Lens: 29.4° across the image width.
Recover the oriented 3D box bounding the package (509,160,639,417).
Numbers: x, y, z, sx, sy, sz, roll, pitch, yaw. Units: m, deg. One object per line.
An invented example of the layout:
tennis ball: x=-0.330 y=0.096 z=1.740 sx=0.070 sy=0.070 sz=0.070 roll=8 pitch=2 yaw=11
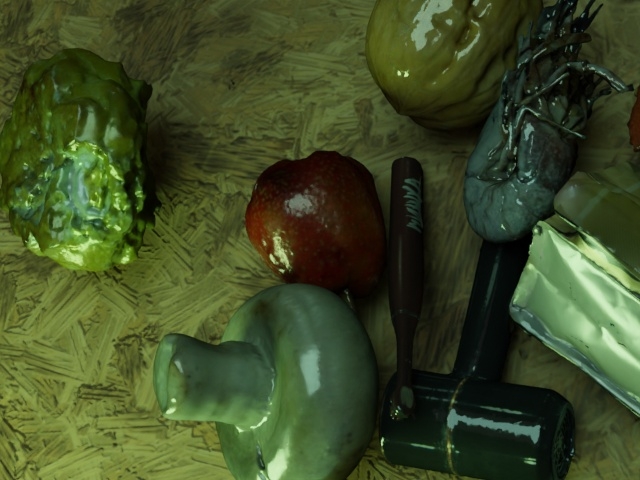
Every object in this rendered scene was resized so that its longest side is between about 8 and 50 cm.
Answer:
package: x=0.356 y=0.055 z=1.145 sx=0.221 sy=0.165 sz=0.311 roll=-44 pitch=65 yaw=-13

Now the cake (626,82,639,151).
cake: x=0.454 y=-0.119 z=1.217 sx=0.283 sy=0.177 sz=0.150 roll=17 pitch=91 yaw=34

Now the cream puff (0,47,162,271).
cream puff: x=-0.279 y=-0.095 z=1.522 sx=0.282 sy=0.185 sz=0.281 roll=-6 pitch=82 yaw=48

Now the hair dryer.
hair dryer: x=0.198 y=0.083 z=1.300 sx=0.189 sy=0.107 sz=0.352 roll=6 pitch=66 yaw=26

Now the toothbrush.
toothbrush: x=0.093 y=0.042 z=1.320 sx=0.041 sy=0.041 sz=0.364 roll=-13 pitch=44 yaw=18

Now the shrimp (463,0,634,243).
shrimp: x=0.245 y=-0.153 z=1.302 sx=0.116 sy=0.145 sz=0.343 roll=25 pitch=77 yaw=-13

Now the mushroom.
mushroom: x=-0.065 y=0.159 z=1.282 sx=0.244 sy=0.243 sz=0.243 roll=-9 pitch=66 yaw=20

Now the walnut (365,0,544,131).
walnut: x=0.149 y=-0.234 z=1.391 sx=0.195 sy=0.195 sz=0.221 roll=25 pitch=81 yaw=30

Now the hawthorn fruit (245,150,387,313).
hawthorn fruit: x=-0.004 y=-0.013 z=1.387 sx=0.173 sy=0.173 sz=0.179 roll=-8 pitch=104 yaw=20
